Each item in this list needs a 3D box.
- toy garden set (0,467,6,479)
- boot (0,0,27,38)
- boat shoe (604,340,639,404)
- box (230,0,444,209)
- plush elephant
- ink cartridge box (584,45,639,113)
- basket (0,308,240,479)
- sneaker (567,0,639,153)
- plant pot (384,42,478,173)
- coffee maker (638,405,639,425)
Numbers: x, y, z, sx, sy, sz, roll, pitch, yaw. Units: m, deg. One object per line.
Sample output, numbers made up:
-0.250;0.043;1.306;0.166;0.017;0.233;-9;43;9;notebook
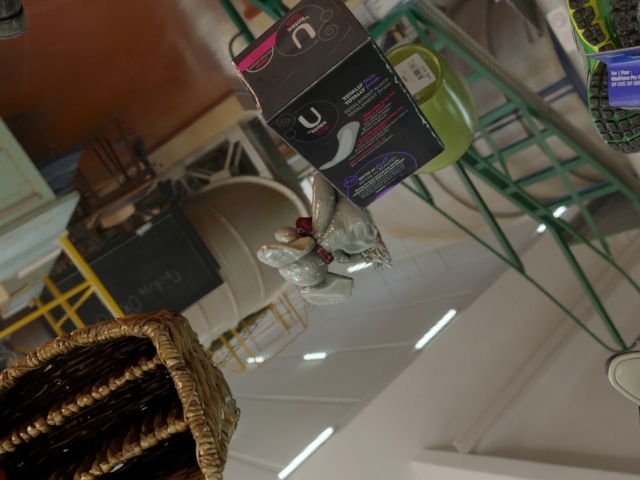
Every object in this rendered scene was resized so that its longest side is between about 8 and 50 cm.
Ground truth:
-0.361;0.105;0.534;0.049;0.244;0.203;-23;141;-2;toy garden set
-0.472;-0.413;0.781;0.091;0.263;0.229;-46;168;-36;boot
0.567;0.216;0.988;0.255;0.095;0.079;6;-167;-11;boat shoe
0.033;-0.187;0.848;0.165;0.143;0.270;-37;145;12;box
0.000;0.000;1.377;0.256;0.271;0.329;-27;-138;6;plush elephant
0.543;-0.198;0.850;0.333;0.065;0.165;10;-173;-22;ink cartridge box
-0.264;0.213;0.671;0.299;0.213;0.223;-28;-176;1;basket
0.530;-0.322;1.078;0.134;0.343;0.146;-13;-170;23;sneaker
0.209;-0.313;1.347;0.275;0.274;0.293;-32;167;8;plant pot
0.757;0.384;1.250;0.120;0.171;0.178;-13;171;-4;coffee maker
